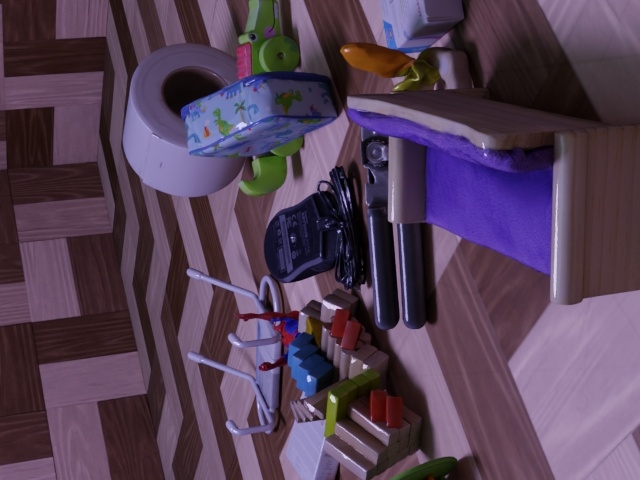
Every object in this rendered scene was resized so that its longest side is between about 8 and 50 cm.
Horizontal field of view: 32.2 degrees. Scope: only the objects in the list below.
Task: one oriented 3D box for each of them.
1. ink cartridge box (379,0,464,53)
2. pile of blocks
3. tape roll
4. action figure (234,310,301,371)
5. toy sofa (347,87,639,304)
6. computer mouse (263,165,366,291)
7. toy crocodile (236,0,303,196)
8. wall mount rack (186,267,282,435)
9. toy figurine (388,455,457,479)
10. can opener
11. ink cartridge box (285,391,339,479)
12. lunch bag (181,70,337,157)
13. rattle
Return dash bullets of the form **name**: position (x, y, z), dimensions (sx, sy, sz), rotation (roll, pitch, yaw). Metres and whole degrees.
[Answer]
- **ink cartridge box**: position (0.118, -0.282, 1.310), dimensions (0.122, 0.052, 0.089), rotation (152, 110, -71)
- **pile of blocks**: position (0.026, 0.178, 1.588), dimensions (0.362, 0.149, 0.113), rotation (-122, 31, -53)
- **tape roll**: position (-0.245, -0.227, 2.096), dimensions (0.169, 0.246, 0.246), rotation (117, 142, -57)
- **action figure**: position (-0.057, 0.183, 1.865), dimensions (0.280, 0.139, 0.091), rotation (-144, 51, -68)
- **toy sofa**: position (0.161, -0.056, 1.070), dimensions (0.362, 0.177, 0.150), rotation (-149, 55, -66)
- **computer mouse**: position (0.000, 0.000, 1.741), dimensions (0.272, 0.072, 0.189), rotation (-19, 76, 58)
- **toy crocodile**: position (-0.097, -0.244, 1.870), dimensions (0.115, 0.105, 0.341), rotation (-155, 61, -68)
- **wall mount rack**: position (-0.169, 0.211, 2.196), dimensions (0.304, 0.130, 0.350), rotation (-128, 36, -57)
- **toy figurine**: position (0.148, 0.376, 1.388), dimensions (0.173, 0.130, 0.159), rotation (72, 172, -66)
- **can opener**: position (0.102, -0.028, 1.453), dimensions (0.095, 0.076, 0.283), rotation (-35, -59, -75)
- **ink cartridge box**: position (-0.001, 0.326, 1.916), dimensions (0.145, 0.045, 0.179), rotation (41, 117, 64)
- **lunch bag**: position (-0.094, -0.192, 1.708), dimensions (0.219, 0.176, 0.090), rotation (-19, 80, 44)
- **rattle**: position (0.104, -0.124, 1.283), dimensions (0.130, 0.142, 0.200), rotation (20, 110, 49)
